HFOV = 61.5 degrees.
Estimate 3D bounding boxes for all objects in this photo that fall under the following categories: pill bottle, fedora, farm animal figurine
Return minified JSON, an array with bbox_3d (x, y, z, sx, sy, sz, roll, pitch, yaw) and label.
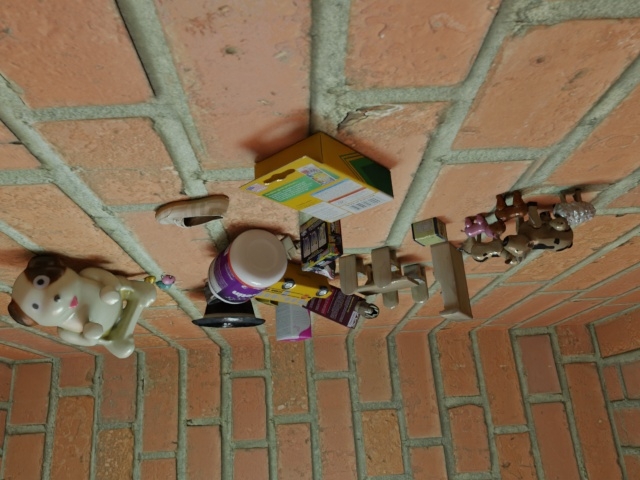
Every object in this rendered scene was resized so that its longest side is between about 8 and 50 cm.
[{"bbox_3d":[-0.246,0.095,1.711,0.182,0.181,0.323,6,158,-28],"label":"pill bottle"},{"bbox_3d":[-0.380,0.278,2.233,0.335,0.152,0.334,-1,167,0],"label":"fedora"},{"bbox_3d":[0.603,-0.009,1.605,0.327,0.172,0.330,-4,161,0],"label":"farm animal figurine"}]

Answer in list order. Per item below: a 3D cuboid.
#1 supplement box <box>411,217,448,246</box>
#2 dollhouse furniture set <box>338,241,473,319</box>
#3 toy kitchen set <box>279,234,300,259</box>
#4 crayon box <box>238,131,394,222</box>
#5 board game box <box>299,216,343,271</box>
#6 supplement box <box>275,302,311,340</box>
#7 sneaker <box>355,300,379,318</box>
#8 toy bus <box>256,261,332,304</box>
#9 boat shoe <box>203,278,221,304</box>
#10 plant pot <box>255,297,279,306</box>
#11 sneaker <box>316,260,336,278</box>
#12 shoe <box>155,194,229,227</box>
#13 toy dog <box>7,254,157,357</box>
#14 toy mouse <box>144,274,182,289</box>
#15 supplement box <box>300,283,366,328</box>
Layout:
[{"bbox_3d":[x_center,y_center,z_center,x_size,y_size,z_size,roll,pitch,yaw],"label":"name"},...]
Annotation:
[{"bbox_3d":[0.340,-0.025,1.678,0.083,0.056,0.083,-16,157,31],"label":"supplement box"},{"bbox_3d":[0.324,0.185,1.971,0.395,0.256,0.362,-15,157,28],"label":"dollhouse furniture set"},{"bbox_3d":[-0.103,0.006,1.728,0.068,0.075,0.083,-36,-152,-18],"label":"toy kitchen set"},{"bbox_3d":[-0.004,-0.142,1.241,0.203,0.083,0.323,-19,156,36],"label":"crayon box"},{"bbox_3d":[0.000,0.000,1.553,0.048,0.140,0.170,8,157,-28],"label":"board game box"},{"bbox_3d":[-0.117,0.312,2.290,0.111,0.219,0.114,14,153,-40],"label":"supplement box"},{"bbox_3d":[0.198,0.280,2.078,0.071,0.066,0.188,21,178,31],"label":"sneaker"},{"bbox_3d":[-0.113,0.156,1.959,0.333,0.108,0.130,17,128,-45],"label":"toy bus"},{"bbox_3d":[-0.290,0.183,2.075,0.336,0.095,0.112,-9,160,13],"label":"boat shoe"},{"bbox_3d":[-0.225,0.229,2.254,0.083,0.081,0.081,1,164,24],"label":"plant pot"},{"bbox_3d":[-0.004,0.089,1.938,0.077,0.071,0.178,-1,156,28],"label":"sneaker"},{"bbox_3d":[-0.341,-0.068,1.414,0.219,0.058,0.076,-11,159,19],"label":"shoe"},{"bbox_3d":[-0.820,0.188,1.807,0.396,0.284,0.408,28,175,24],"label":"toy dog"},{"bbox_3d":[-0.594,0.162,2.050,0.143,0.031,0.161,12,155,-38],"label":"toy mouse"},{"bbox_3d":[0.048,0.246,2.130,0.240,0.130,0.073,20,176,34],"label":"supplement box"}]
